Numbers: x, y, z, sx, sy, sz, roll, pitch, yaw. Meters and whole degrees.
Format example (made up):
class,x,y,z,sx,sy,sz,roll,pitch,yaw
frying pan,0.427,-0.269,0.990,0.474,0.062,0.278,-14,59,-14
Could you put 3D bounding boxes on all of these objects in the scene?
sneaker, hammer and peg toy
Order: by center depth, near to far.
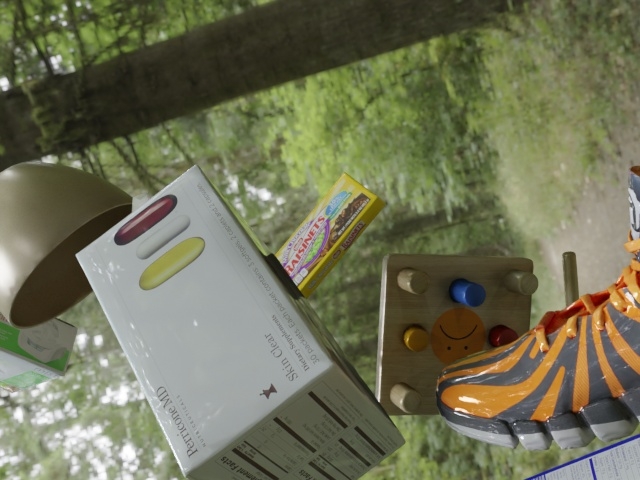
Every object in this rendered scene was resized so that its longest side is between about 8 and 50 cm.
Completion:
class,x,y,z,sx,sy,sz,roll,pitch,yaw
sneaker,0.215,0.038,0.618,0.180,0.321,0.124,67,-153,-14
hammer and peg toy,0.265,0.144,1.386,0.127,0.361,0.266,-165,76,-74

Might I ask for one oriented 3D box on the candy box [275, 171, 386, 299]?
class,x,y,z,sx,sy,sz,roll,pitch,yaw
candy box,0.000,0.000,1.282,0.027,0.206,0.105,38,-178,-35

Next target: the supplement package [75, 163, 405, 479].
class,x,y,z,sx,sy,sz,roll,pitch,yaw
supplement package,-0.074,0.100,0.800,0.262,0.145,0.204,52,179,37

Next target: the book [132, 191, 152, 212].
class,x,y,z,sx,sy,sz,roll,pitch,yaw
book,-0.218,-0.003,1.141,0.144,0.035,0.096,-137,27,-70

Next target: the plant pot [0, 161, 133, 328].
class,x,y,z,sx,sy,sz,roll,pitch,yaw
plant pot,-0.461,-0.021,1.441,0.191,0.284,0.284,44,-175,9

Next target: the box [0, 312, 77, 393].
class,x,y,z,sx,sy,sz,roll,pitch,yaw
box,-0.715,0.218,1.911,0.262,0.231,0.127,34,-129,-37

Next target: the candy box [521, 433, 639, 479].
class,x,y,z,sx,sy,sz,roll,pitch,yaw
candy box,0.441,0.430,1.260,0.268,0.317,0.122,51,-157,-26
